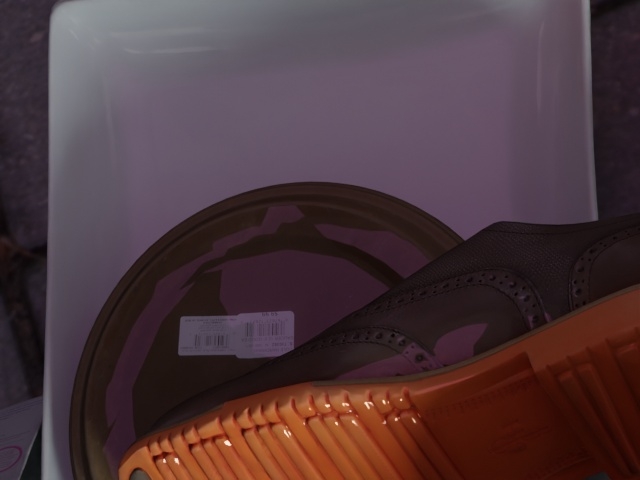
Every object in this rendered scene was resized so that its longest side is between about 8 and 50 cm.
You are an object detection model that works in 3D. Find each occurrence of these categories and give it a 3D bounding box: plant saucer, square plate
[{"bbox_3d":[-0.018,0.096,1.024,0.277,0.041,0.278,-4,74,15],"label":"plant saucer"},{"bbox_3d":[0.000,0.000,1.092,0.344,0.049,0.347,-5,74,13],"label":"square plate"}]

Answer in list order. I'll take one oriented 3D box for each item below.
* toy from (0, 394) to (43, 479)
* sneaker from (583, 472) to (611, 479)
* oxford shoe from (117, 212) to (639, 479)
[{"bbox_3d":[-0.232,0.187,1.056,0.136,0.056,0.237,-16,23,15],"label":"toy"},{"bbox_3d":[0.152,0.176,0.941,0.297,0.111,0.129,-18,52,-2],"label":"sneaker"},{"bbox_3d":[0.066,0.074,0.942,0.363,0.130,0.133,-15,36,19],"label":"oxford shoe"}]
